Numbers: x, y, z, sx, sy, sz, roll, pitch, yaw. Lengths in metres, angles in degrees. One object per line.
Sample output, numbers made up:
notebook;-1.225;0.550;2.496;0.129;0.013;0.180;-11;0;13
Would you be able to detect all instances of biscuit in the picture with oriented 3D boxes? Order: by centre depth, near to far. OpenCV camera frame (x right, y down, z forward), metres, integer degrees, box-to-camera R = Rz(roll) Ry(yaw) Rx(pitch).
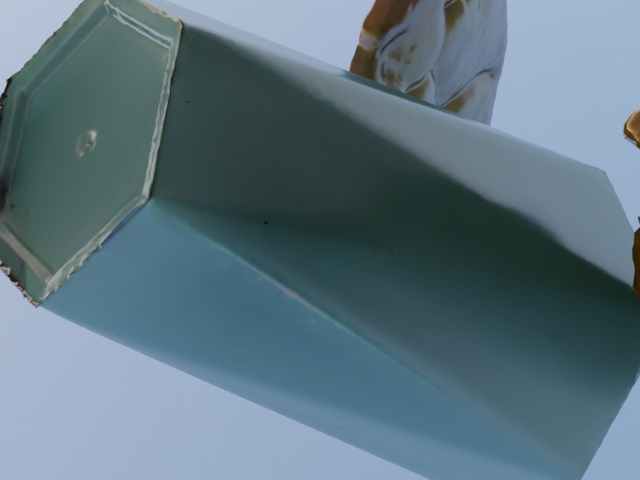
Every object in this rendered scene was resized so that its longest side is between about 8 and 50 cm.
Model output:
biscuit;0.058;-0.071;0.723;0.041;0.260;0.203;19;-103;17

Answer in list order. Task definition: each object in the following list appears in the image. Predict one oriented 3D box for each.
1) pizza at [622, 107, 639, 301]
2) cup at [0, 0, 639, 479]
pizza;0.184;0.071;0.420;0.258;0.087;0.268;53;-162;-9
cup;0.000;0.000;0.497;0.235;0.148;0.134;24;-116;-38
